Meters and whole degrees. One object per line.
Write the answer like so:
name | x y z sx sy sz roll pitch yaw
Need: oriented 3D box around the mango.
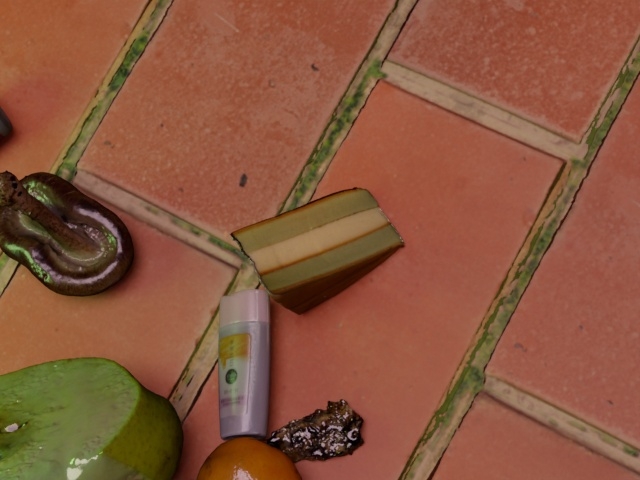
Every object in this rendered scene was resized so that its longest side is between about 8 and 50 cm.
mango | -0.082 0.360 1.857 0.145 0.112 0.219 -15 83 -4

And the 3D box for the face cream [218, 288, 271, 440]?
face cream | -0.102 0.166 1.937 0.084 0.057 0.198 -17 67 37

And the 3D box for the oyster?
oyster | -0.006 0.261 1.909 0.132 0.029 0.086 -36 70 -1

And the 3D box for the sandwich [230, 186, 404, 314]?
sandwich | 0.000 0.000 1.928 0.187 0.144 0.117 -34 72 1

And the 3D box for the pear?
pear | -0.318 0.282 1.888 0.282 0.176 0.286 -24 34 -11

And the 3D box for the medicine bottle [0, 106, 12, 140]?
medicine bottle | -0.559 -0.133 2.111 0.217 0.090 0.090 -36 70 0

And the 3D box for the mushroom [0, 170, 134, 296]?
mushroom | -0.376 -0.026 1.972 0.227 0.217 0.148 26 80 17
